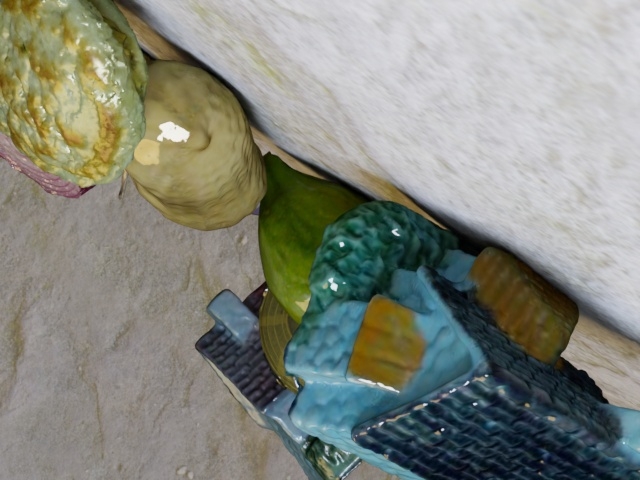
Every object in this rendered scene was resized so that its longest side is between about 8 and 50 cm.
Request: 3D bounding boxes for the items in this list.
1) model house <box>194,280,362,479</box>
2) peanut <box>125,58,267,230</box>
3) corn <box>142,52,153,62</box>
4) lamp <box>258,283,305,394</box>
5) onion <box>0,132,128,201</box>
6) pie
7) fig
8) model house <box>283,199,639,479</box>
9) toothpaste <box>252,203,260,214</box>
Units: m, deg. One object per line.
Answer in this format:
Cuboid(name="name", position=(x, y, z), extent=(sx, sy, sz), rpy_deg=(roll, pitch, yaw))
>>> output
Cuboid(name="model house", position=(0.024, 0.142, 1.687), extent=(0.339, 0.360, 0.297), rpy_deg=(46, 167, 9))
Cuboid(name="peanut", position=(-0.135, -0.092, 1.070), extent=(0.148, 0.147, 0.319), rpy_deg=(33, 176, 10))
Cuboid(name="corn", position=(-0.198, -0.167, 1.188), extent=(0.067, 0.067, 0.206), rpy_deg=(31, 177, 33))
Cuboid(name="lamp", position=(0.031, 0.108, 1.411), extent=(0.250, 0.250, 0.284), rpy_deg=(32, -170, 23))
Cuboid(name="onion", position=(-0.296, -0.161, 1.250), extent=(0.207, 0.200, 0.200), rpy_deg=(36, 176, -39))
Cuboid(name="pie", position=(-0.228, -0.161, 0.898), extent=(0.248, 0.090, 0.201), rpy_deg=(39, 136, 22))
Cuboid(name="fig", position=(-0.002, 0.014, 1.189), extent=(0.234, 0.167, 0.167), rpy_deg=(24, 174, 25))
Cuboid(name="model house", position=(0.144, 0.100, 0.902), extent=(0.261, 0.226, 0.241), rpy_deg=(30, 165, -32))
Cuboid(name="toothpaste", position=(-0.090, -0.071, 1.676), extent=(0.125, 0.080, 0.371), rpy_deg=(32, -178, 12))
